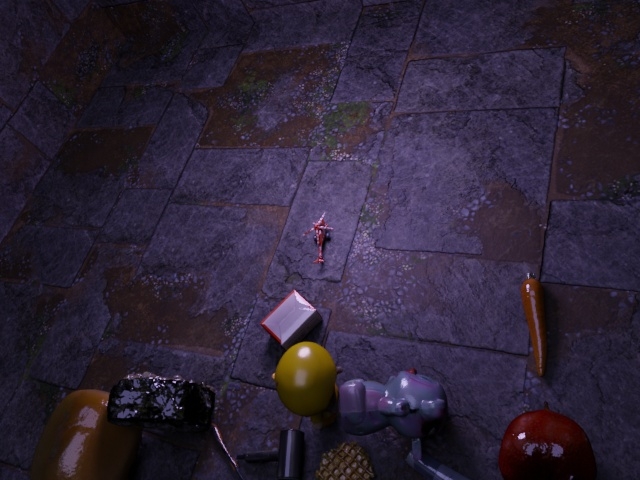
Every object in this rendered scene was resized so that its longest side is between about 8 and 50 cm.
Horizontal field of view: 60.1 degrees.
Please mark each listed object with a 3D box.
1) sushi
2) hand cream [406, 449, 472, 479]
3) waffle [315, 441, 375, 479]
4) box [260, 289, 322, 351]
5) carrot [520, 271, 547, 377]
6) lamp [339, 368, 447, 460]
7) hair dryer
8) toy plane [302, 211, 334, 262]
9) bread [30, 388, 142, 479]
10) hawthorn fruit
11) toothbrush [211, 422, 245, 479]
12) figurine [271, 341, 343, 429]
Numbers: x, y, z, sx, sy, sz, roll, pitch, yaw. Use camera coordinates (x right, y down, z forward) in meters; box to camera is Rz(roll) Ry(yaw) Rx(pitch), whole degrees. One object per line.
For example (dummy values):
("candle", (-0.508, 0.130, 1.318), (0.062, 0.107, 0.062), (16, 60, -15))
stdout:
("sushi", (-0.533, 0.548, 1.863), (0.350, 0.211, 0.170), (10, 63, -11))
("hand cream", (0.357, 0.667, 1.538), (0.255, 0.048, 0.079), (25, 76, 33))
("waffle", (0.070, 0.696, 1.655), (0.191, 0.038, 0.191), (-12, 55, 17))
("box", (-0.103, 0.290, 1.967), (0.182, 0.099, 0.133), (-46, 55, -11))
("carrot", (0.653, 0.245, 1.669), (0.069, 0.069, 0.336), (-8, 59, 20))
("lamp", (0.213, 0.495, 1.577), (0.301, 0.247, 0.247), (-5, 76, 7))
("hair dryer", (-0.168, 0.709, 1.749), (0.248, 0.078, 0.195), (-14, 54, 28))
("toy plane", (0.007, -0.003, 2.127), (0.126, 0.077, 0.194), (-29, 59, 10))
("bread", (-0.818, 0.716, 1.920), (0.348, 0.253, 0.376), (0, 58, 29))
("hawthorn fruit", (0.586, 0.528, 1.430), (0.230, 0.210, 0.266), (-3, 43, 30))
("toothbrush", (-0.290, 0.726, 1.812), (0.031, 0.023, 0.321), (-36, 51, -4))
("figurine", (-0.019, 0.441, 1.672), (0.187, 0.343, 0.215), (-15, 56, 8))
